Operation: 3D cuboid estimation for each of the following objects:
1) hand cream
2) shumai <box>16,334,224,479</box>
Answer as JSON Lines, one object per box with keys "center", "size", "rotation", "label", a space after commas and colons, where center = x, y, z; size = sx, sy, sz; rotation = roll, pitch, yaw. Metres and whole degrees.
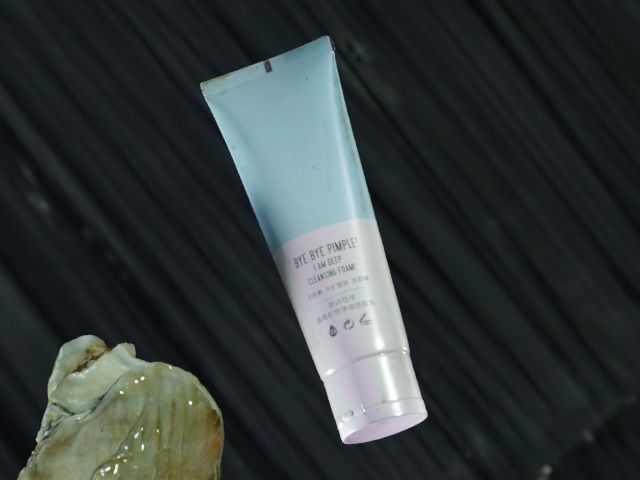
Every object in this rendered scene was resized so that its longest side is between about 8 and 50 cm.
{"center": [0.000, 0.000, 1.465], "size": [0.111, 0.312, 0.070], "rotation": [-19, 162, 8], "label": "hand cream"}
{"center": [-0.233, 0.239, 1.954], "size": [0.204, 0.222, 0.272], "rotation": [8, -127, 50], "label": "shumai"}
